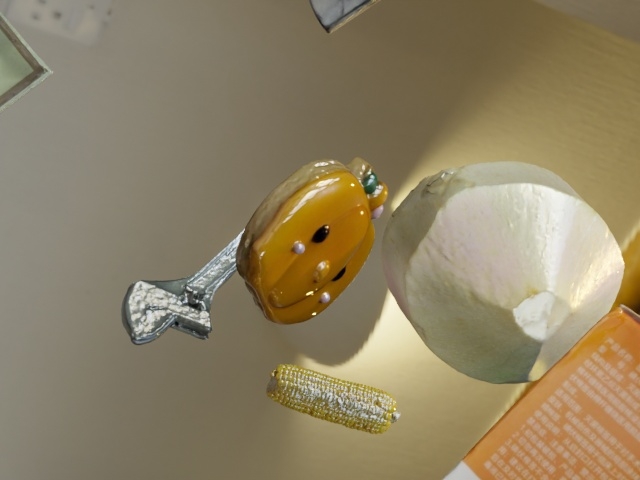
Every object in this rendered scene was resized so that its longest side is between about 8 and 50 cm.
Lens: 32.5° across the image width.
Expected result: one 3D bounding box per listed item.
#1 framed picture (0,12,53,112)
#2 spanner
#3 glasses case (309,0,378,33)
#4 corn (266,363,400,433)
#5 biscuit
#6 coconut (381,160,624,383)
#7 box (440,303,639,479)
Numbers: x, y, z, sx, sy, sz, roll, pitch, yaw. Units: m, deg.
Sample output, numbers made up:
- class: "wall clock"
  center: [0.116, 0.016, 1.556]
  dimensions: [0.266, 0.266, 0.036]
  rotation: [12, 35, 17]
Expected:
- class: "framed picture"
  center: [-0.458, -0.190, 1.293]
  dimensions: [0.231, 0.173, 0.010]
  rotation: [-38, 171, -11]
- class: "spanner"
  center: [-0.096, 0.017, 1.168]
  dimensions: [0.325, 0.093, 0.026]
  rotation: [-44, 172, -44]
- class: "glasses case"
  center: [0.119, -0.404, 1.543]
  dimensions: [0.299, 0.060, 0.114]
  rotation: [-31, -149, 16]
- class: "corn"
  center: [0.020, 0.231, 1.592]
  dimensions: [0.068, 0.207, 0.068]
  rotation: [-163, -90, -76]
- class: "biscuit"
  center: [0.003, 0.002, 0.983]
  dimensions: [0.050, 0.170, 0.170]
  rotation: [38, -66, 31]
- class: "coconut"
  center: [0.195, 0.034, 1.193]
  dimensions: [0.259, 0.259, 0.259]
  rotation: [-43, -141, 49]
- class: "box"
  center: [0.172, 0.231, 0.812]
  dimensions: [0.341, 0.225, 0.143]
  rotation: [-45, -119, 0]
